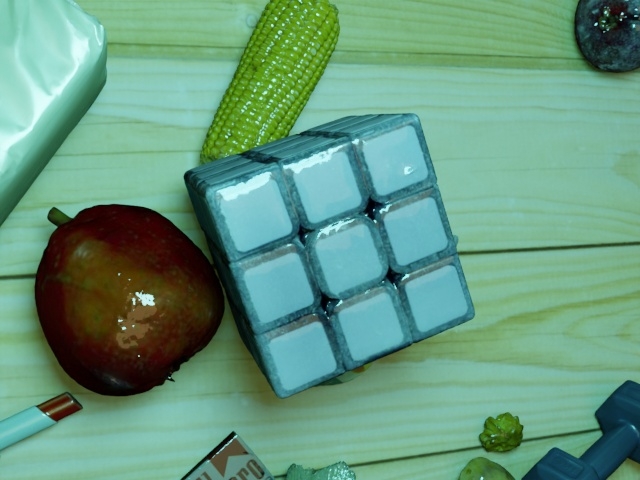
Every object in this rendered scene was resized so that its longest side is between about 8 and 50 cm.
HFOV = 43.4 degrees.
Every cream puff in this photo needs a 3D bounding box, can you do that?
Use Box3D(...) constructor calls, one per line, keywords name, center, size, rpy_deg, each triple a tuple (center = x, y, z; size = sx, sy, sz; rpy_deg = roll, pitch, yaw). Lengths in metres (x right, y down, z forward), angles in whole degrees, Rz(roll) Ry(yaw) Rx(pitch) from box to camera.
Box3D(name="cream puff", center=(0.336, 0.355, 1.479), size=(0.083, 0.058, 0.083), rpy_deg=(30, 79, -16))

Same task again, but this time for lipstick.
Box3D(name="lipstick", center=(-0.490, 0.297, 1.197), size=(0.274, 0.061, 0.068), rpy_deg=(-25, 91, -19))

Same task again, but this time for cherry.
Box3D(name="cherry", center=(0.596, -0.425, 1.574), size=(0.195, 0.195, 0.195), rpy_deg=(2, 85, -19))

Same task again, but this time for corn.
Box3D(name="corn", center=(-0.082, -0.258, 1.344), size=(0.144, 0.144, 0.387), rpy_deg=(29, 75, -15))

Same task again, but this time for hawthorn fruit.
Box3D(name="hawthorn fruit", center=(-0.299, 0.074, 1.188), size=(0.307, 0.265, 0.265), rpy_deg=(45, 73, 7))

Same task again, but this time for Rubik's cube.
Box3D(name="Rubik's cube", center=(0.000, 0.000, 1.160), size=(0.303, 0.301, 0.305), rpy_deg=(-22, 102, -10))

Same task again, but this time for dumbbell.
Box3D(name="dumbbell", center=(0.515, 0.394, 1.462), size=(0.324, 0.144, 0.160), rpy_deg=(-27, 93, -32))

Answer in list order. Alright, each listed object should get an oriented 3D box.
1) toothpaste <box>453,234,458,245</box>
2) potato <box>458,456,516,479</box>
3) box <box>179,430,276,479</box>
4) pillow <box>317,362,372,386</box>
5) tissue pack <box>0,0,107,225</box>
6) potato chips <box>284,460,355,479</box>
Box3D(name="toothpaste", center=(0.150, -0.006, 1.452), size=(0.234, 0.057, 0.089), rpy_deg=(23, 80, -22))
Box3D(name="potato", center=(0.315, 0.467, 1.450), size=(0.170, 0.080, 0.107), rpy_deg=(47, 63, -19))
Box3D(name="box", center=(-0.171, 0.413, 1.311), size=(0.177, 0.036, 0.115), rpy_deg=(-40, 97, -17))
Box3D(name="pillow", center=(0.005, 0.134, 1.378), size=(0.214, 0.086, 0.233), rpy_deg=(-31, 98, -8))
Box3D(name="tissue pack", center=(-0.475, -0.167, 1.120), size=(0.207, 0.297, 0.380), rpy_deg=(35, 77, -11))
Box3D(name="potato chips", center=(-0.040, 0.457, 1.339), size=(0.228, 0.059, 0.167), rpy_deg=(6, 93, -30))
